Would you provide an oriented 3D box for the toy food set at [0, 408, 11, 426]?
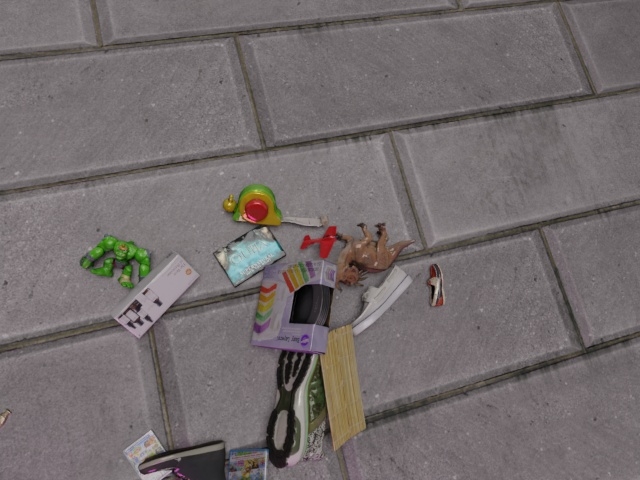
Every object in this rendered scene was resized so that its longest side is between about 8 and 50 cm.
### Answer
[{"bbox_3d":[-0.868,0.475,1.218,0.077,0.019,0.122,34,72,-1],"label":"toy food set"}]

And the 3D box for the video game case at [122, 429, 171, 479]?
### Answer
[{"bbox_3d":[-0.456,0.584,1.271,0.087,0.011,0.122,-35,84,-16],"label":"video game case"}]

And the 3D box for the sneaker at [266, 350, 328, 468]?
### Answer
[{"bbox_3d":[-0.025,0.431,1.353,0.182,0.158,0.411,27,67,-35],"label":"sneaker"}]

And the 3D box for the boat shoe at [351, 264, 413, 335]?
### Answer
[{"bbox_3d":[0.171,0.178,1.452,0.267,0.096,0.088,-42,82,-19],"label":"boat shoe"}]

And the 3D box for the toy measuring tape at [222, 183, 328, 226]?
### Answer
[{"bbox_3d":[-0.131,-0.109,1.455,0.329,0.121,0.122,4,75,-9],"label":"toy measuring tape"}]

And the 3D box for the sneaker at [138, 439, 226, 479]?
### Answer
[{"bbox_3d":[-0.354,0.607,1.237,0.221,0.083,0.118,-5,77,-20],"label":"sneaker"}]

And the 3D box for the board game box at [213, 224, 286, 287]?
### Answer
[{"bbox_3d":[-0.215,0.042,1.450,0.186,0.026,0.126,-33,84,-17],"label":"board game box"}]

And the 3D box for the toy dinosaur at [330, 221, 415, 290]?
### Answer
[{"bbox_3d":[0.145,0.057,1.466,0.295,0.127,0.201,-1,75,-15],"label":"toy dinosaur"}]

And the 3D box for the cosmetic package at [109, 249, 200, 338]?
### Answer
[{"bbox_3d":[-0.462,0.149,1.336,0.239,0.060,0.099,-49,126,-17],"label":"cosmetic package"}]

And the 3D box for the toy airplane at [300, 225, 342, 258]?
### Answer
[{"bbox_3d":[0.000,0.000,1.458,0.151,0.151,0.028,-42,124,-17],"label":"toy airplane"}]

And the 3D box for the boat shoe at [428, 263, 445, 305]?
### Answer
[{"bbox_3d":[0.367,0.142,1.523,0.043,0.049,0.137,-4,81,-9],"label":"boat shoe"}]

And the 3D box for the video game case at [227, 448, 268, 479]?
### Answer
[{"bbox_3d":[-0.194,0.642,1.253,0.119,0.015,0.167,-12,62,23],"label":"video game case"}]

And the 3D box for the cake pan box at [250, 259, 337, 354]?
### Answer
[{"bbox_3d":[-0.072,0.184,1.327,0.070,0.266,0.246,21,71,-42],"label":"cake pan box"}]

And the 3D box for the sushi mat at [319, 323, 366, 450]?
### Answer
[{"bbox_3d":[0.061,0.404,1.335,0.151,0.019,0.317,-9,92,-47],"label":"sushi mat"}]

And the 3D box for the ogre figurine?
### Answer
[{"bbox_3d":[-0.568,0.057,1.350,0.196,0.097,0.118,22,90,11],"label":"ogre figurine"}]
